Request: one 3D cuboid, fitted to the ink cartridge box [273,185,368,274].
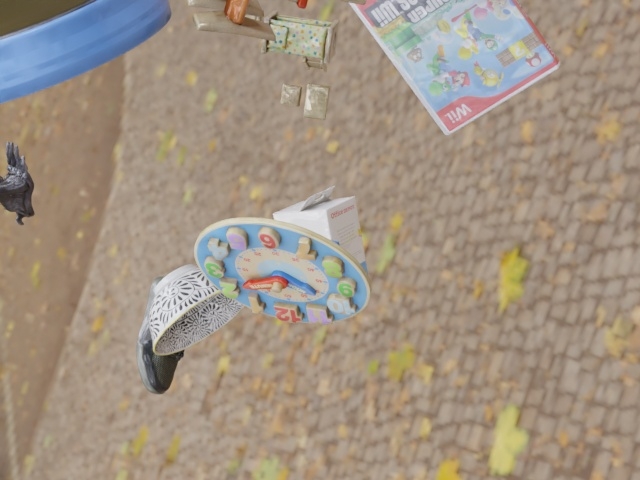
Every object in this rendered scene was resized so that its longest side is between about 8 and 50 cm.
[{"bbox_3d":[0.000,0.000,1.868,0.090,0.092,0.143,-4,101,29],"label":"ink cartridge box"}]

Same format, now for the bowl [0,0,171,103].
[{"bbox_3d":[-0.395,-0.277,1.761,0.391,0.391,0.077,-135,24,-66],"label":"bowl"}]

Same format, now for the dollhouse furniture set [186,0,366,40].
[{"bbox_3d":[-0.038,-0.335,1.403,0.259,0.135,0.262,-114,36,-57],"label":"dollhouse furniture set"}]

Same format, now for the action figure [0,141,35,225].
[{"bbox_3d":[-0.444,-0.023,1.360,0.164,0.276,0.140,2,115,52],"label":"action figure"}]

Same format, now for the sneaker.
[{"bbox_3d":[-0.260,0.168,2.406,0.130,0.087,0.227,-7,60,33],"label":"sneaker"}]

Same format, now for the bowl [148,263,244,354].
[{"bbox_3d":[-0.192,0.087,1.931,0.080,0.170,0.170,55,131,16],"label":"bowl"}]

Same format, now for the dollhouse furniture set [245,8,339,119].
[{"bbox_3d":[-0.073,-0.283,2.125,0.101,0.182,0.160,-66,-16,-71],"label":"dollhouse furniture set"}]

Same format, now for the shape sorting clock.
[{"bbox_3d":[-0.044,0.039,1.485,0.206,0.206,0.040,-32,37,55],"label":"shape sorting clock"}]

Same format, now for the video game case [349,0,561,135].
[{"bbox_3d":[0.180,-0.313,1.886,0.204,0.285,0.025,-31,14,29],"label":"video game case"}]
